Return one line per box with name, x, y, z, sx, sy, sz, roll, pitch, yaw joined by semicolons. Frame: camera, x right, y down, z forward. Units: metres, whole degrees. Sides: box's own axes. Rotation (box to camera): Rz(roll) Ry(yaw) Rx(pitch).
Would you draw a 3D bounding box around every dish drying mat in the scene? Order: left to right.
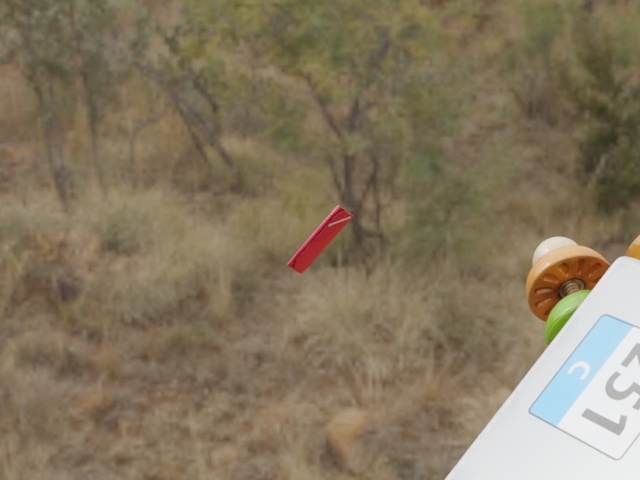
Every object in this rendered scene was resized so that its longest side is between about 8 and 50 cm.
dish drying mat;0.000;0.000;1.290;0.008;0.083;0.032;44;7;33

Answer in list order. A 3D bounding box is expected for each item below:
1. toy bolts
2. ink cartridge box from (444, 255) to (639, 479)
toy bolts;0.367;0.042;1.374;0.228;0.218;0.158;27;31;-26
ink cartridge box;0.132;0.164;0.460;0.296;0.066;0.261;-51;34;-10
